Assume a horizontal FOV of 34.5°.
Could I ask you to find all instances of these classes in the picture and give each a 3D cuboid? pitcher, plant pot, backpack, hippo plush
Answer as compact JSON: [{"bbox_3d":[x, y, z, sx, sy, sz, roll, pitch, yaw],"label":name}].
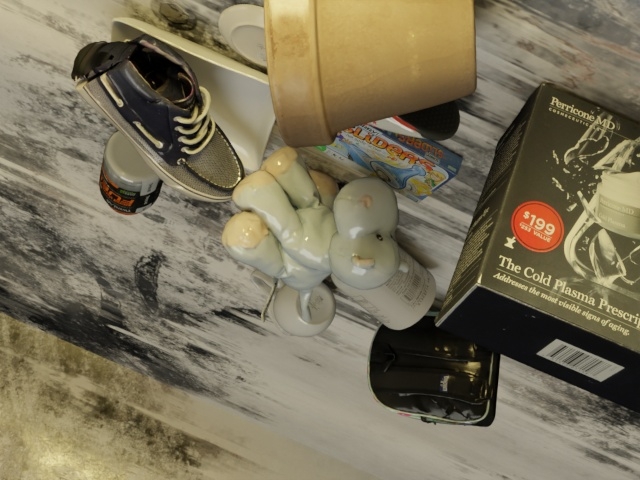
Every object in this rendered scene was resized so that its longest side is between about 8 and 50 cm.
[{"bbox_3d":[-0.063,0.124,2.176,0.178,0.125,0.207,44,162,-10],"label":"pitcher"},{"bbox_3d":[0.067,-0.243,1.212,0.229,0.263,0.263,-2,150,9],"label":"plant pot"},{"bbox_3d":[0.225,0.251,2.036,0.253,0.225,0.191,3,168,14],"label":"backpack"},{"bbox_3d":[0.000,0.000,1.634,0.236,0.294,0.234,6,-178,41],"label":"hippo plush"}]

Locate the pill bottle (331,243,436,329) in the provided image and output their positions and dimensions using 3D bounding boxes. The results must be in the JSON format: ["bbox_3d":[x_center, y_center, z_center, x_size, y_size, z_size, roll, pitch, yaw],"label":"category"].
[{"bbox_3d":[0.093,0.052,1.869,0.131,0.131,0.229,-9,141,48],"label":"pill bottle"}]

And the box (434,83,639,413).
[{"bbox_3d":[0.373,0.018,1.360,0.343,0.312,0.179,23,155,-2],"label":"box"}]

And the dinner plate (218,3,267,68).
[{"bbox_3d":[-0.083,-0.285,1.481,0.141,0.017,0.141,19,156,9],"label":"dinner plate"}]

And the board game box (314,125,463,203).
[{"bbox_3d":[0.101,-0.138,1.597,0.201,0.035,0.136,28,155,-11],"label":"board game box"}]

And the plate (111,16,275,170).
[{"bbox_3d":[-0.199,-0.235,1.638,0.278,0.045,0.277,23,154,-2],"label":"plate"}]

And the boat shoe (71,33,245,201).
[{"bbox_3d":[-0.210,-0.175,1.561,0.340,0.127,0.158,39,156,-32],"label":"boat shoe"}]

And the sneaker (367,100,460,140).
[{"bbox_3d":[0.056,-0.198,1.453,0.270,0.090,0.145,24,157,-5],"label":"sneaker"}]

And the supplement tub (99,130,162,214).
[{"bbox_3d":[-0.346,-0.122,1.897,0.117,0.117,0.190,25,155,-5],"label":"supplement tub"}]
